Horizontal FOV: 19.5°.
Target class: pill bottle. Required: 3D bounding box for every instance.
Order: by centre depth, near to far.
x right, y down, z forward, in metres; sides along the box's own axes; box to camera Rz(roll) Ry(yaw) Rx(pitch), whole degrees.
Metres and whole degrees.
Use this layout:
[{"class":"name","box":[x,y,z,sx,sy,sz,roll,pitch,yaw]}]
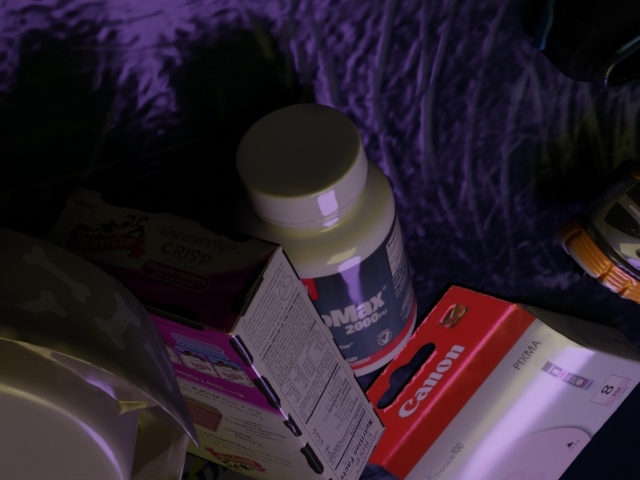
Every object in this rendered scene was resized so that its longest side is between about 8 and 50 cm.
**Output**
[{"class":"pill bottle","box":[0.000,0.000,1.223,0.108,0.108,0.180,-29,140,-11]}]

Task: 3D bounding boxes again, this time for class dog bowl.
[{"class":"dog bowl","box":[-0.238,0.120,1.079,0.349,0.102,0.349,-4,140,-4]}]

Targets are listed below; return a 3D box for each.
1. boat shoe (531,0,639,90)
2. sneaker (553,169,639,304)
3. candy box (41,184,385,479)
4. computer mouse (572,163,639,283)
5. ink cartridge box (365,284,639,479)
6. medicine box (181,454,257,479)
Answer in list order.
[{"class":"boat shoe","box":[0.270,-0.142,1.306,0.258,0.089,0.109,-19,138,-23]},{"class":"sneaker","box":[0.273,0.018,1.422,0.215,0.084,0.083,28,103,-41]},{"class":"candy box","box":[-0.068,0.072,1.195,0.071,0.159,0.233,-60,148,-24]},{"class":"computer mouse","box":[0.294,-0.017,1.491,0.193,0.042,0.106,-2,125,-29]},{"class":"ink cartridge box","box":[0.139,0.140,1.516,0.232,0.066,0.189,13,120,-49]},{"class":"medicine box","box":[-0.004,0.289,1.362,0.149,0.289,0.263,-43,141,3]}]
